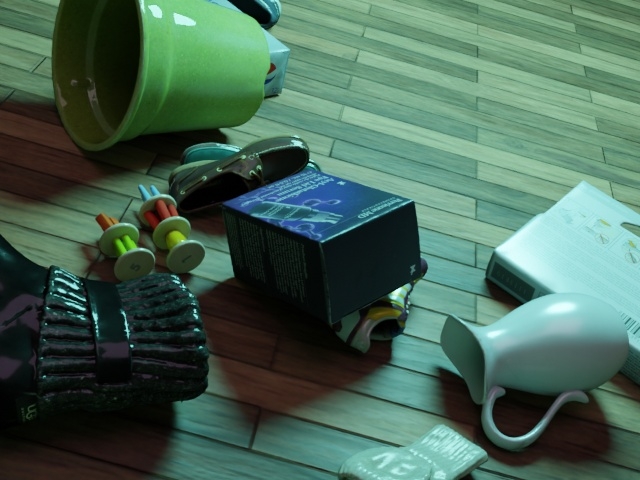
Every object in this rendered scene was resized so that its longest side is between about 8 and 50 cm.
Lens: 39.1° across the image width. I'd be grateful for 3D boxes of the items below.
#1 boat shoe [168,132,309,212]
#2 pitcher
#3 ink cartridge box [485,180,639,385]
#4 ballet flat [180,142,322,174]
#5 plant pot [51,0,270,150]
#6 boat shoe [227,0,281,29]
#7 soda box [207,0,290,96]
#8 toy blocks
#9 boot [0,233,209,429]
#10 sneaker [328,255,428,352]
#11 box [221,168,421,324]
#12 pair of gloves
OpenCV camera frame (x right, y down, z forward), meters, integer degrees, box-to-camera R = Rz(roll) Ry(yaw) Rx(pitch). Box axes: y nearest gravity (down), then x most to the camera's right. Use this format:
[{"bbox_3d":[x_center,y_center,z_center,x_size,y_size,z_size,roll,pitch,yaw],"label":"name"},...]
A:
[{"bbox_3d":[-0.108,-0.087,1.254,0.206,0.073,0.073,-21,34,-4],"label":"boat shoe"},{"bbox_3d":[0.272,0.155,1.096,0.207,0.125,0.178,-8,62,-14],"label":"pitcher"},{"bbox_3d":[0.416,0.051,1.288,0.275,0.060,0.239,37,50,26],"label":"ink cartridge box"},{"bbox_3d":[-0.103,-0.102,1.330,0.213,0.072,0.068,6,10,-15],"label":"ballet flat"},{"bbox_3d":[-0.225,-0.267,1.349,0.253,0.276,0.276,-2,39,-40],"label":"plant pot"},{"bbox_3d":[-0.201,-0.472,1.745,0.254,0.095,0.079,25,25,-4],"label":"boat shoe"},{"bbox_3d":[-0.181,-0.360,1.601,0.098,0.091,0.286,-18,48,-37],"label":"soda box"},{"bbox_3d":[-0.233,-0.018,1.163,0.123,0.054,0.148,-9,43,-31],"label":"toy blocks"},{"bbox_3d":[-0.286,0.053,0.979,0.260,0.131,0.348,-13,55,-24],"label":"boot"},{"bbox_3d":[0.088,0.083,1.155,0.185,0.070,0.084,-29,63,-37],"label":"sneaker"},{"bbox_3d":[0.000,0.000,1.117,0.153,0.108,0.207,-25,29,-34],"label":"box"},{"bbox_3d":[0.132,0.266,0.898,0.204,0.042,0.240,-14,29,-34],"label":"pair of gloves"}]
